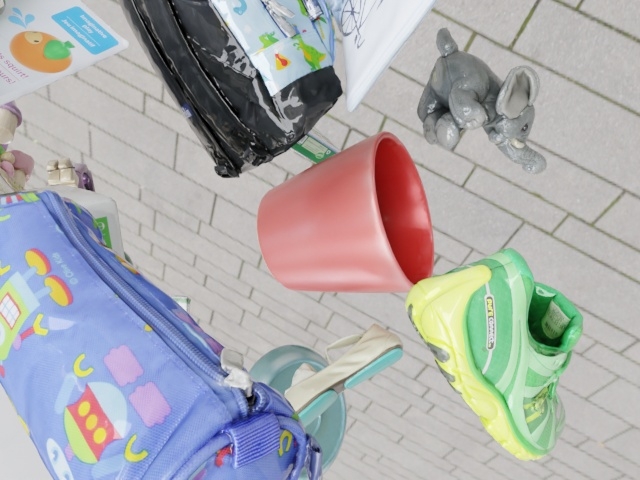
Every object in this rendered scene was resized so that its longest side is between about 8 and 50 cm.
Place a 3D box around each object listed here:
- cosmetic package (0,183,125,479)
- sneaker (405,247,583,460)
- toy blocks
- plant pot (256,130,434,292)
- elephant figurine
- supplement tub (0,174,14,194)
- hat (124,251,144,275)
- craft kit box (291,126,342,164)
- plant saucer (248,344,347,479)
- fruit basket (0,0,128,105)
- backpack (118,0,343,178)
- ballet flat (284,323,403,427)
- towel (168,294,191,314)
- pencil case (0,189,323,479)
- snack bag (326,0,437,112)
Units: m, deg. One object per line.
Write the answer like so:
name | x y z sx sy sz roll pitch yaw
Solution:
cosmetic package | -0.299 0.142 0.586 0.155 0.197 0.365 12 114 45
sneaker | 0.185 0.110 0.520 0.123 0.109 0.295 -33 136 10
toy blocks | -0.608 -0.198 1.076 0.309 0.260 0.288 -10 145 0
plant pot | 0.040 -0.025 1.014 0.243 0.275 0.275 -13 122 26
elephant figurine | 0.303 -0.234 1.014 0.239 0.169 0.186 -1 140 -19
supplement tub | -0.499 0.005 0.747 0.325 0.235 0.235 37 147 37
hat | -0.443 0.022 1.226 0.208 0.173 0.183 35 123 29
craft kit box | -0.057 -0.268 1.407 0.061 0.250 0.246 -48 54 14
plant saucer | -0.047 0.391 1.286 0.044 0.317 0.317 -13 122 47
fruit basket | -0.410 -0.225 0.511 0.327 0.353 0.165 41 143 2
backpack | -0.131 -0.296 0.771 0.355 0.273 0.290 46 159 -13
ballet flat | 0.014 0.210 0.897 0.086 0.248 0.086 53 163 23
towel | -0.296 0.170 1.043 0.113 0.152 0.023 5 -179 -2
pencil case | -0.141 0.074 0.382 0.306 0.119 0.133 35 106 33
snack bag | 0.071 -0.359 0.658 0.037 0.342 0.323 3 161 -20
